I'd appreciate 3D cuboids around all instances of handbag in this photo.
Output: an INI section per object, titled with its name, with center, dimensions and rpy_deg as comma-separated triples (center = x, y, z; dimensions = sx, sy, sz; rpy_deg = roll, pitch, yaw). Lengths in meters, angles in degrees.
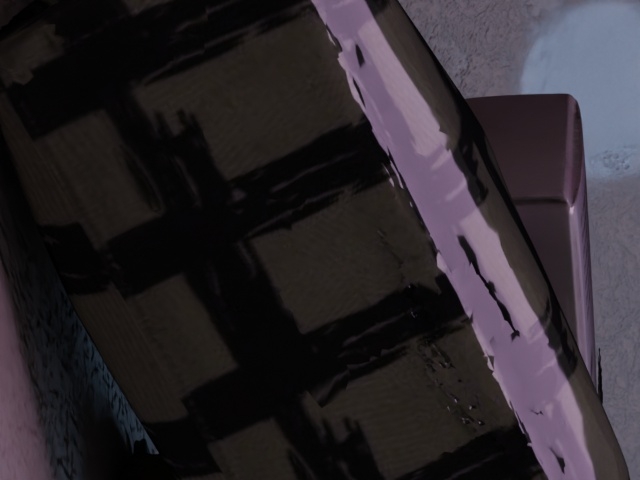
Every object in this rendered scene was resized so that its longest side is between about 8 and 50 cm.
[handbag]
center = 0.000, 0.000, 0.802
dimensions = 0.325, 0.162, 0.327
rpy_deg = 62, 5, -17

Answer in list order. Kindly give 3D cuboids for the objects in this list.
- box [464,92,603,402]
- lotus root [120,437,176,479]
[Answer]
[box]
center = 0.113, 0.061, 1.104
dimensions = 0.203, 0.106, 0.251
rpy_deg = -67, 153, -67
[lotus root]
center = -0.035, 0.186, 0.833
dimensions = 0.183, 0.078, 0.203
rpy_deg = -68, 147, -87
